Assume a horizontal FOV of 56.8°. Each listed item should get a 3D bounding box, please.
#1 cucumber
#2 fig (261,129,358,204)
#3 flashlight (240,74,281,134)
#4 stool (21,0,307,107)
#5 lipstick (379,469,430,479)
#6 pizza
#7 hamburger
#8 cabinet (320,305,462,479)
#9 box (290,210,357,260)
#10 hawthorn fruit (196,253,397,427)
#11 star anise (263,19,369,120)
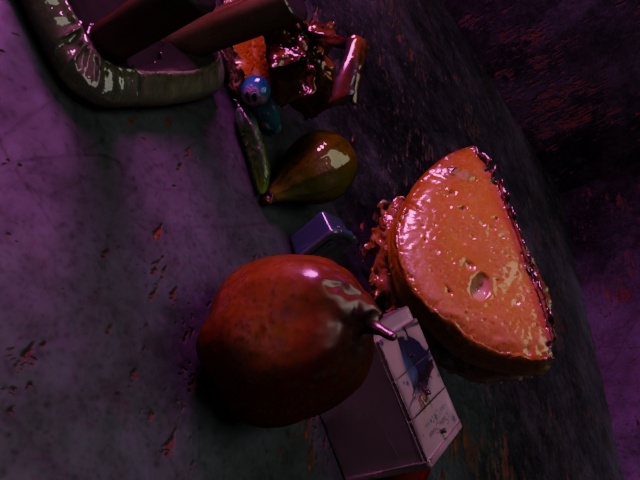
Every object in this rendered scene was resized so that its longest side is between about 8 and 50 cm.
[{"bbox_3d":[-0.108,-0.154,0.963,0.039,0.039,0.167,0,70,-57],"label":"cucumber"},{"bbox_3d":[-0.020,-0.101,1.014,0.185,0.133,0.126,-53,140,-14],"label":"fig"},{"bbox_3d":[-0.093,-0.224,0.993,0.129,0.051,0.051,55,24,-63],"label":"flashlight"},{"bbox_3d":[-0.209,-0.357,0.769,0.310,0.226,0.310,-33,99,-59],"label":"stool"},{"bbox_3d":[0.099,0.402,0.865,0.073,0.073,0.280,63,30,-5],"label":"lipstick"},{"bbox_3d":[-0.131,-0.337,1.027,0.147,0.069,0.226,-33,105,-52],"label":"pizza"},{"bbox_3d":[0.224,0.065,1.120,0.268,0.287,0.445,96,-15,-64],"label":"hamburger"},{"bbox_3d":[0.093,0.228,0.899,0.145,0.150,0.206,-14,81,-59],"label":"cabinet"},{"bbox_3d":[0.000,0.000,0.971,0.074,0.099,0.054,18,40,-52],"label":"box"},{"bbox_3d":[-0.018,0.115,0.712,0.208,0.248,0.208,31,51,-48],"label":"hawthorn fruit"},{"bbox_3d":[-0.015,-0.284,0.947,0.346,0.148,0.237,-117,-171,-58],"label":"star anise"}]
